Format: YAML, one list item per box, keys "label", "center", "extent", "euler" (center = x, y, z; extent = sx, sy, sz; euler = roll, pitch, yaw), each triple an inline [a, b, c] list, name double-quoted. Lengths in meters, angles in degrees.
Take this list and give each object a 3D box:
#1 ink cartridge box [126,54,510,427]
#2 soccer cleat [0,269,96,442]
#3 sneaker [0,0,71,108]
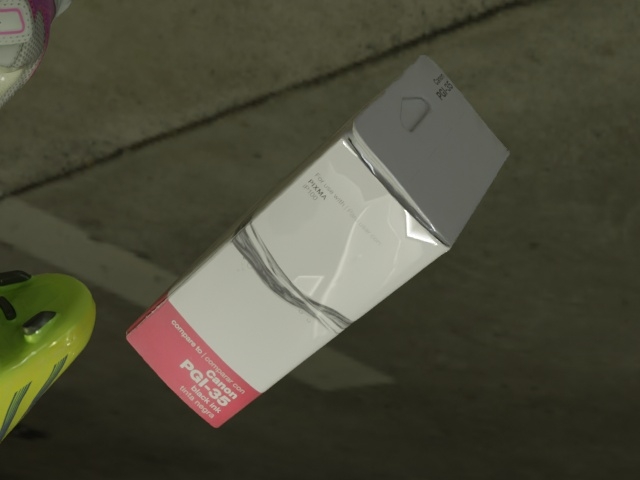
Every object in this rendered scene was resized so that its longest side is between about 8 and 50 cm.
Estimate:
- label: "ink cartridge box"
  center: [0.000, 0.000, 0.943]
  extent: [0.117, 0.207, 0.283]
  euler: [48, 123, -4]
- label: "soccer cleat"
  center: [-0.240, 0.134, 0.669]
  extent: [0.093, 0.289, 0.121]
  euler: [30, 158, 46]
- label: "sneaker"
  center: [-0.160, -0.132, 0.502]
  extent: [0.102, 0.111, 0.252]
  euler: [9, 156, 0]
